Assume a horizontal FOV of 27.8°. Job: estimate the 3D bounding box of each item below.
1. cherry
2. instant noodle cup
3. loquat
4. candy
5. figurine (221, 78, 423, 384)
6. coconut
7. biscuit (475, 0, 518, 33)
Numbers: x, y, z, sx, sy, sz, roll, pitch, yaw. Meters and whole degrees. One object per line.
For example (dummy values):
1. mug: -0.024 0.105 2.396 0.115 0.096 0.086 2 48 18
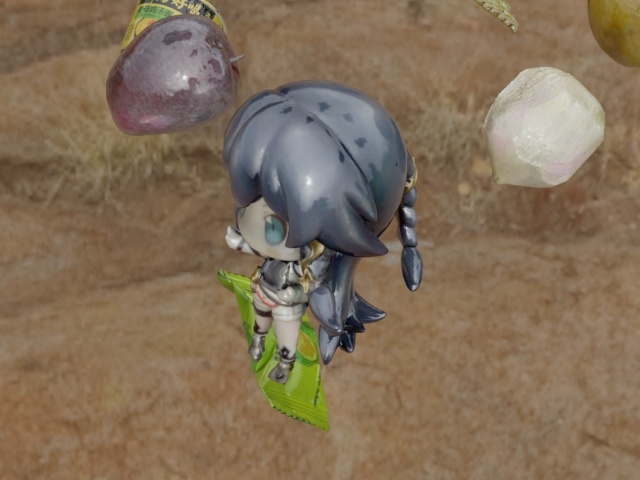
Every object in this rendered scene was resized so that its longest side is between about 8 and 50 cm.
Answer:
1. cherry: -0.176 -0.199 1.563 0.176 0.140 0.176 -17 14 4
2. instant noodle cup: -0.237 -0.309 2.002 0.151 0.151 0.122 23 70 12
3. loquat: 0.462 -0.328 1.729 0.213 0.213 0.213 3 52 -4
4. candy: -0.050 0.141 1.733 0.149 0.069 0.246 26 37 -42
5. figurine: -0.005 -0.015 1.154 0.175 0.265 0.197 25 54 23
6. coconut: 0.212 -0.105 1.270 0.124 0.110 0.110 -44 64 1
7. biscuit: 0.224 -0.410 2.001 0.203 0.016 0.144 34 28 -20
